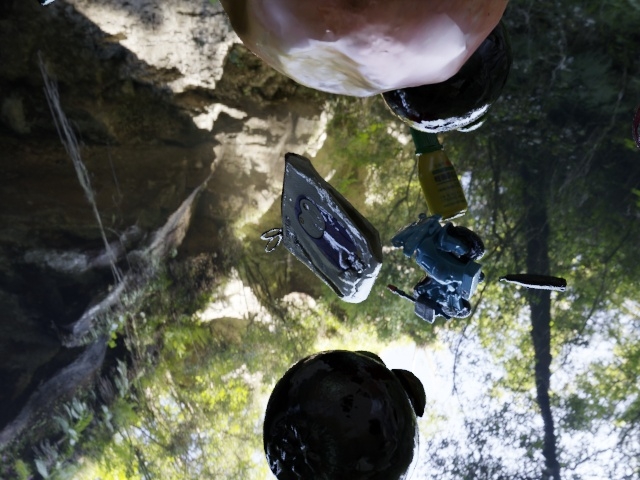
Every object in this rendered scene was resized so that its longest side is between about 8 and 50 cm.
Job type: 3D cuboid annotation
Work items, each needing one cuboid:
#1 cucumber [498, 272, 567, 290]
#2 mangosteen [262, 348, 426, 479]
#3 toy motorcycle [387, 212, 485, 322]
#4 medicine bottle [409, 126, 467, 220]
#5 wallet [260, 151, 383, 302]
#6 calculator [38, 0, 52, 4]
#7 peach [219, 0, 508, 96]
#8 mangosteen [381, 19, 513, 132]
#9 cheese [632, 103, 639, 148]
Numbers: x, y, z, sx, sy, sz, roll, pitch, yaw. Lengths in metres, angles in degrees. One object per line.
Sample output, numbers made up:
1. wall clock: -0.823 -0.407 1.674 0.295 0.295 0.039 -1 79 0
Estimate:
1. cucumber: 0.529 0.103 1.334 0.164 0.038 0.043 5 -159 11
2. mangosteen: 0.046 0.345 0.971 0.301 0.300 0.300 3 -133 -3
3. toy motorcycle: 0.228 0.053 1.060 0.182 0.272 0.123 27 -126 29
4. medicine bottle: 0.286 -0.201 1.356 0.111 0.076 0.308 -15 -97 -32
5. wallet: 0.001 -0.003 1.043 0.275 0.335 0.068 40 -118 16
6. calculator: -0.318 -0.448 0.602 0.248 0.274 0.058 49 -145 8
7. peach: 0.021 -0.217 0.402 0.214 0.214 0.236 -35 -157 -32
8. mangosteen: 0.197 -0.278 0.851 0.216 0.216 0.216 3 -133 -3
9. cheese: 0.756 -0.275 1.129 0.155 0.244 0.062 22 -175 0
